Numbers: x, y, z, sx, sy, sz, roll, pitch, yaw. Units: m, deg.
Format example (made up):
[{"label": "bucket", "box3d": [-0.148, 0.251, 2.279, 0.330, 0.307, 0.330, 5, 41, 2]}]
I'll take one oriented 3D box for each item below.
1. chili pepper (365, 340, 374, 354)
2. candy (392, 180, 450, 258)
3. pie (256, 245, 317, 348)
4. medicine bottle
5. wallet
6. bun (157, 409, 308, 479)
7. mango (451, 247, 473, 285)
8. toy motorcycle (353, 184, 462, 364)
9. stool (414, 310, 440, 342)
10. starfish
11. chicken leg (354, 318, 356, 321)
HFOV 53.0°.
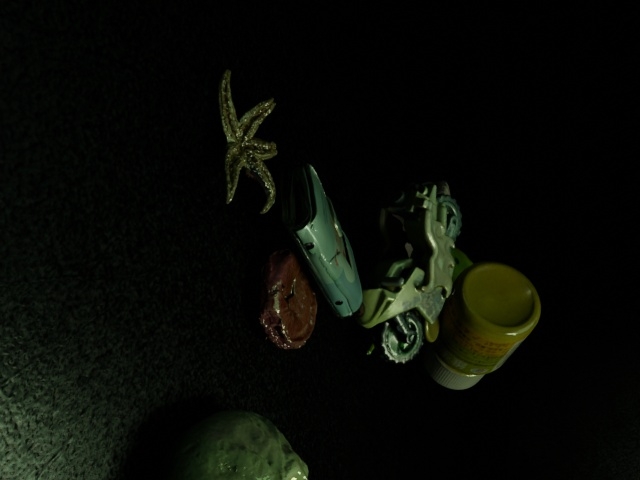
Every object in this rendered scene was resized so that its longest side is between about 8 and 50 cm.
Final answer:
[{"label": "chili pepper", "box3d": [0.126, 0.253, 1.517, 0.083, 0.017, 0.030, -14, 112, -60]}, {"label": "candy", "box3d": [0.252, -0.041, 1.625, 0.185, 0.137, 0.195, -43, 130, -55]}, {"label": "pie", "box3d": [-0.058, 0.098, 1.110, 0.182, 0.049, 0.182, -4, 90, -66]}, {"label": "medicine bottle", "box3d": [0.412, 0.242, 1.718, 0.384, 0.224, 0.224, 102, 8, -55]}, {"label": "wallet", "box3d": [0.000, 0.000, 1.143, 0.176, 0.075, 0.250, -97, 165, -45]}, {"label": "bun", "box3d": [-0.102, 0.381, 0.893, 0.283, 0.179, 0.283, -16, 108, -62]}, {"label": "mango", "box3d": [0.353, 0.087, 1.832, 0.293, 0.143, 0.175, 43, 51, -44]}, {"label": "toy motorcycle", "box3d": [0.190, 0.059, 1.424, 0.237, 0.168, 0.410, 35, 71, -37]}, {"label": "stool", "box3d": [0.237, 0.200, 1.631, 0.134, 0.110, 0.135, 41, 56, -55]}, {"label": "starfish", "box3d": [-0.120, -0.144, 0.984, 0.213, 0.057, 0.238, 63, 33, -30]}, {"label": "chicken leg", "box3d": [0.090, 0.169, 1.438, 0.083, 0.021, 0.036, 42, 62, -47]}]
